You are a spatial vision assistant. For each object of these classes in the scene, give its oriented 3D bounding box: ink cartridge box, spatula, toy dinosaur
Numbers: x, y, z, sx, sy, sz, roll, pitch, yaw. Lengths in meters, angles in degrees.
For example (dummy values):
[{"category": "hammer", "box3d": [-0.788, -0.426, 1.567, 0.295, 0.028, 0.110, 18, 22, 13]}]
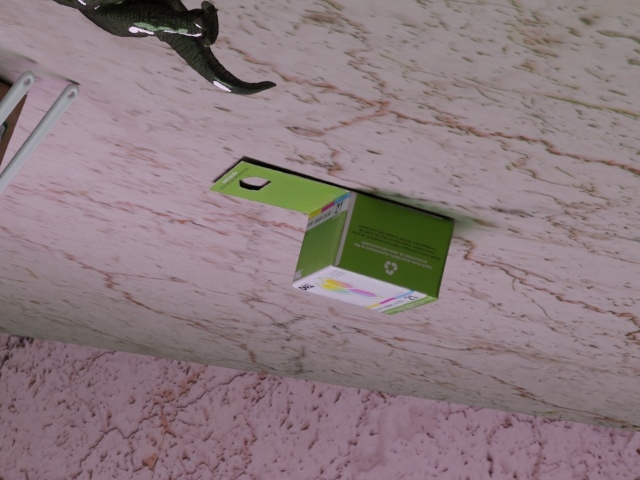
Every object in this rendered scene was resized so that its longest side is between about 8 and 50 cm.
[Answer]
[{"category": "ink cartridge box", "box3d": [0.000, 0.000, 2.255, 0.255, 0.097, 0.189, 15, 169, -12]}, {"category": "spatula", "box3d": [-0.358, -0.083, 1.979, 0.168, 0.242, 0.019, 29, -168, -49]}, {"category": "toy dinosaur", "box3d": [-0.164, -0.205, 1.494, 0.313, 0.121, 0.160, 16, -179, -32]}]

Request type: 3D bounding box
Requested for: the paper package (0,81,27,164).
[{"category": "paper package", "box3d": [-0.531, -0.135, 2.055, 0.309, 0.168, 0.325, 5, 165, 38]}]
